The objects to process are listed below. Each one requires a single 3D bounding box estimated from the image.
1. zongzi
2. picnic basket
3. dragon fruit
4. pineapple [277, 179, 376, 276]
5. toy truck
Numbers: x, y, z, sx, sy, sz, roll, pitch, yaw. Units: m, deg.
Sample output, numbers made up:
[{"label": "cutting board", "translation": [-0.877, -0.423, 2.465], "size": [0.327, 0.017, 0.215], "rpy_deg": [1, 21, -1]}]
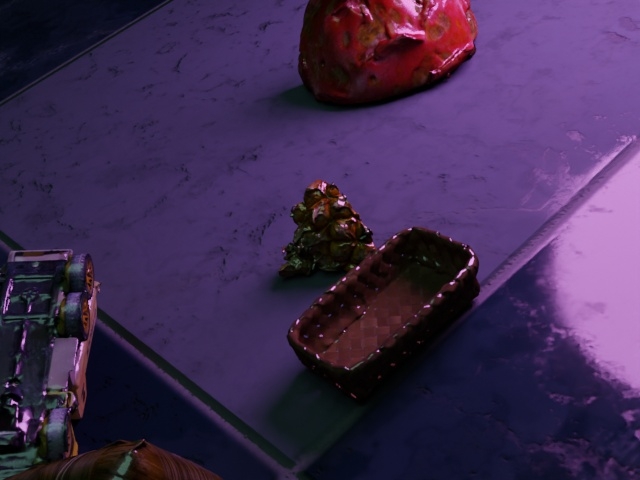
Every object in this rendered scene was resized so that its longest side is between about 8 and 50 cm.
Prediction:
[{"label": "zongzi", "translation": [-0.141, 0.221, 0.712], "size": [0.184, 0.187, 0.084], "rpy_deg": [-17, 47, 39]}, {"label": "picnic basket", "translation": [0.064, 0.067, 0.869], "size": [0.193, 0.055, 0.110], "rpy_deg": [-39, 41, -23]}, {"label": "dragon fruit", "translation": [0.073, -0.298, 1.198], "size": [0.262, 0.211, 0.134], "rpy_deg": [-21, 30, 8]}, {"label": "pineapple", "translation": [0.000, 0.000, 0.985], "size": [0.114, 0.114, 0.077], "rpy_deg": [-33, 0, 9]}, {"label": "toy truck", "translation": [-0.275, 0.138, 0.857], "size": [0.124, 0.157, 0.272], "rpy_deg": [-3, 46, -4]}]
